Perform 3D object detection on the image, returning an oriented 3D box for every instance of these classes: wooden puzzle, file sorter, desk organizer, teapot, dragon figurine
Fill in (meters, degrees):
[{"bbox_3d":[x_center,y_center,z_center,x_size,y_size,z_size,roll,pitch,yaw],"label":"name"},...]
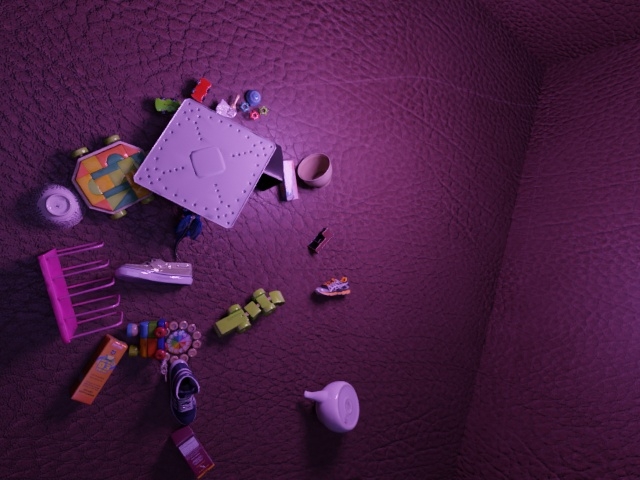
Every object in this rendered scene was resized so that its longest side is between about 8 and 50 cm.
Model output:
[{"bbox_3d":[-0.554,0.404,1.707,0.078,0.014,0.116,-39,112,-20],"label":"wooden puzzle"},{"bbox_3d":[-0.800,0.160,1.406,0.182,0.202,0.291,-14,101,-23],"label":"file sorter"},{"bbox_3d":[0.000,0.000,2.020,0.130,0.047,0.050,-49,114,-21],"label":"desk organizer"},{"bbox_3d":[0.064,0.825,2.038,0.252,0.187,0.256,-5,78,-59],"label":"teapot"},{"bbox_3d":[-0.517,-0.057,1.618,0.085,0.144,0.289,28,85,-28],"label":"dragon figurine"}]

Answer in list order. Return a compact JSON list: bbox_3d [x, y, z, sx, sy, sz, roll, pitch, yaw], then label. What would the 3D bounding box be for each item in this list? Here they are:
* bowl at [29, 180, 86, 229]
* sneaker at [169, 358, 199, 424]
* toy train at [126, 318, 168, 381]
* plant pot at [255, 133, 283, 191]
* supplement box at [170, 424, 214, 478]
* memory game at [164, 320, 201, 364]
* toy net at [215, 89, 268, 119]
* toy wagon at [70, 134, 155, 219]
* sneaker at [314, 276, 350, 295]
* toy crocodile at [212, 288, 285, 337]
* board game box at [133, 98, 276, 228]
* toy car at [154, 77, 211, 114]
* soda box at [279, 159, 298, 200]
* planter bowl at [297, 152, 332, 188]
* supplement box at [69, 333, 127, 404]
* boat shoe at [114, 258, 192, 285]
[{"bbox_3d":[-0.897,-0.121,1.414,0.170,0.080,0.170,-3,95,-33],"label":"bowl"},{"bbox_3d":[-0.537,0.631,1.641,0.099,0.153,0.282,-12,104,-32],"label":"sneaker"},{"bbox_3d":[-0.665,0.429,1.580,0.143,0.105,0.248,2,96,-14],"label":"toy train"},{"bbox_3d":[-0.264,-0.336,1.760,0.187,0.188,0.167,22,69,-32],"label":"plant pot"},{"bbox_3d":[-0.527,0.863,1.697,0.080,0.104,0.188,-33,109,-26],"label":"supplement box"},{"bbox_3d":[-0.578,0.417,1.679,0.186,0.012,0.186,-4,99,-27],"label":"memory game"},{"bbox_3d":[-0.343,-0.564,1.768,0.232,0.045,0.122,-29,110,-26],"label":"toy net"},{"bbox_3d":[-0.718,-0.251,1.518,0.344,0.068,0.267,-36,111,-29],"label":"toy wagon"},{"bbox_3d":[0.058,0.231,2.056,0.214,0.084,0.083,-1,90,-42],"label":"sneaker"},{"bbox_3d":[-0.308,0.319,1.814,0.340,0.105,0.115,-31,67,-27],"label":"toy crocodile"},{"bbox_3d":[-0.425,-0.289,1.558,0.389,0.050,0.390,27,73,-5],"label":"board game box"},{"bbox_3d":[-0.543,-0.526,1.634,0.224,0.053,0.239,-5,95,-32],"label":"toy car"},{"bbox_3d":[-0.152,-0.277,1.898,0.063,0.058,0.183,-13,99,-32],"label":"soda box"},{"bbox_3d":[-0.013,-0.314,1.942,0.162,0.162,0.109,-57,146,-17],"label":"planter bowl"},{"bbox_3d":[-0.810,0.468,1.507,0.078,0.080,0.233,38,70,-31],"label":"supplement box"},{"bbox_3d":[-0.633,0.118,1.584,0.302,0.109,0.094,15,67,-49],"label":"boat shoe"}]
